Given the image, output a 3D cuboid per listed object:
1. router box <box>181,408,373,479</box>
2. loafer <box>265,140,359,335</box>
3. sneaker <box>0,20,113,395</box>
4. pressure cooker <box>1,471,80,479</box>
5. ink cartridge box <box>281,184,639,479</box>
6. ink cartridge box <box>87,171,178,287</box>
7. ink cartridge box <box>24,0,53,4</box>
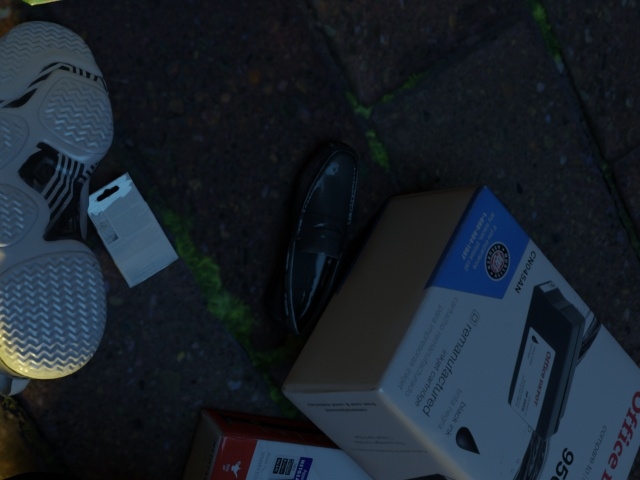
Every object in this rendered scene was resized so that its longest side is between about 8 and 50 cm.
[{"bbox_3d":[-0.036,0.383,1.601,0.301,0.082,0.336,11,101,-25],"label":"router box"},{"bbox_3d":[0.000,0.000,1.503,0.076,0.078,0.223,13,100,-26],"label":"loafer"},{"bbox_3d":[-0.298,-0.024,1.343,0.137,0.210,0.366,4,70,-25],"label":"sneaker"},{"bbox_3d":[-0.221,0.432,1.326,0.369,0.375,0.420,-11,100,6],"label":"pressure cooker"},{"bbox_3d":[0.187,0.173,1.533,0.395,0.166,0.285,46,58,-28],"label":"ink cartridge box"},{"bbox_3d":[-0.207,-0.014,1.439,0.063,0.029,0.115,-32,114,-11],"label":"ink cartridge box"},{"bbox_3d":[-0.261,-0.338,1.247,0.093,0.154,0.212,-15,110,-19],"label":"ink cartridge box"}]
